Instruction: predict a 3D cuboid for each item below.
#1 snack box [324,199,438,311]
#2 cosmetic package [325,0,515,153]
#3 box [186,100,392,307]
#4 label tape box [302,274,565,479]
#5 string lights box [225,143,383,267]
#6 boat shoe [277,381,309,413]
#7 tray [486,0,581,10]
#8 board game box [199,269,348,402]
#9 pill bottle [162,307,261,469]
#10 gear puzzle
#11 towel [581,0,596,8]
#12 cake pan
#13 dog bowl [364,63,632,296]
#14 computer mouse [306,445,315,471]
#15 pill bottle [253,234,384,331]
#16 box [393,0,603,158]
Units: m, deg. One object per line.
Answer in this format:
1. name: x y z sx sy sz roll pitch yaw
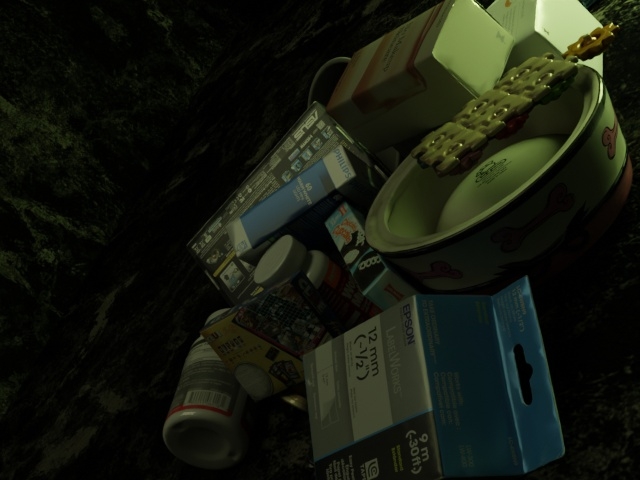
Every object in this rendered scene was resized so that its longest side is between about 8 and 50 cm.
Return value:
1. snack box: 0.119 0.057 1.650 0.060 0.187 0.322 -48 21 9
2. cosmetic package: 0.157 -0.270 1.713 0.296 0.129 0.153 -20 38 53
3. box: -0.030 -0.015 1.961 0.395 0.097 0.318 -48 60 12
4. label tape box: 0.133 0.211 1.361 0.347 0.115 0.249 -35 50 41
5. string lights box: -0.021 -0.046 1.829 0.259 0.133 0.077 -34 58 16
6. boat shoe: -0.043 0.253 1.844 0.059 0.063 0.170 -57 20 3
7. tray: 0.353 -0.381 1.945 0.270 0.145 0.030 -44 35 19
8. board game box: -0.072 0.165 1.742 0.243 0.165 0.042 -29 12 39
9. pill bottle: -0.187 0.276 1.972 0.161 0.161 0.283 -37 25 35
10. gear puzzle: 0.287 -0.200 1.486 0.339 0.044 0.175 -38 18 -2
11. towel: 0.509 -0.485 1.942 0.067 0.029 0.119 -39 23 31
12. cake pan: 0.079 -0.216 2.033 0.054 0.293 0.293 -18 2 -32
13. dog bowl: 0.269 -0.072 1.518 0.408 0.150 0.408 -36 20 15
14. computer mouse: 0.081 0.238 1.615 0.272 0.072 0.188 -49 17 39
15. pill bottle: 0.001 0.093 1.788 0.121 0.221 0.121 -43 23 23
16. box: 0.307 -0.274 1.825 0.345 0.168 0.215 -36 26 38
